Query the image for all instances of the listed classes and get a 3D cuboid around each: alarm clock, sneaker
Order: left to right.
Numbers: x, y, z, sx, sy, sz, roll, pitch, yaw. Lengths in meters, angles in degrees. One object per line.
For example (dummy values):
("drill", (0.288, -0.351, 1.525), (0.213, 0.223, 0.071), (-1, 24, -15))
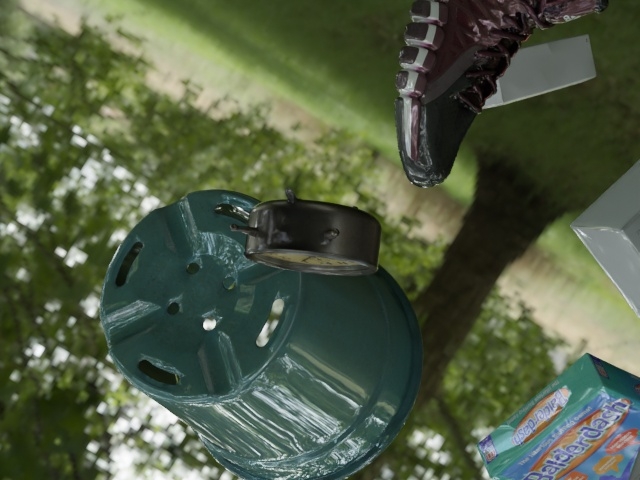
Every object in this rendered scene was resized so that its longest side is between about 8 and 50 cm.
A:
("alarm clock", (0.000, 0.000, 1.256), (0.129, 0.064, 0.192), (3, 168, 21))
("sneaker", (0.163, -0.178, 1.124), (0.162, 0.281, 0.106), (9, 179, 19))

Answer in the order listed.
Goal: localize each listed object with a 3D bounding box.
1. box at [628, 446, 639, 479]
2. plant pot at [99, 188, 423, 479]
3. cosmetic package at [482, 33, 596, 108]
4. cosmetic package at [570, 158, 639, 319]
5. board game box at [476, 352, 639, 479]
("box", (0.414, 0.166, 1.138), (0.232, 0.322, 0.058), (31, 142, 4))
("plant pot", (-0.084, 0.111, 1.579), (0.341, 0.341, 0.334), (34, 176, 28))
("cosmetic package", (0.229, -0.197, 1.527), (0.099, 0.060, 0.239), (-10, -173, 40))
("cosmetic package", (0.485, -0.006, 1.646), (0.225, 0.224, 0.138), (52, 169, -15))
("board game box", (0.290, 0.208, 1.330), (0.210, 0.160, 0.047), (24, -147, -35))
